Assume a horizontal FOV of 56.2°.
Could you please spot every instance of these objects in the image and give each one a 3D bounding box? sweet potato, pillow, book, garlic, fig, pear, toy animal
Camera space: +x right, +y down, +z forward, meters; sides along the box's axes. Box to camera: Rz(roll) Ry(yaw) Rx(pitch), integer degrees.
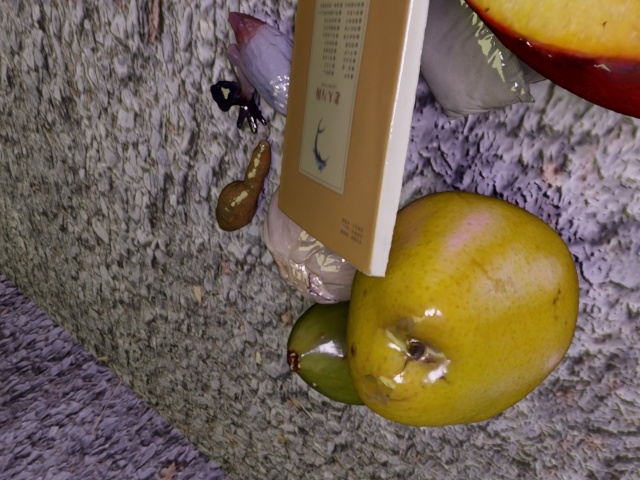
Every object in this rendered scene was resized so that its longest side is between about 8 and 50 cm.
[{"bbox_3d":[-0.143,-0.077,1.083,0.075,0.074,0.269,44,138,5],"label":"sweet potato"},{"bbox_3d":[0.157,-0.223,0.664,0.134,0.078,0.181,-12,116,52],"label":"pillow"},{"bbox_3d":[0.024,-0.184,0.663,0.269,0.032,0.389,-141,54,-58],"label":"book"},{"bbox_3d":[0.001,0.004,0.950,0.227,0.152,0.228,28,136,31],"label":"garlic"},{"bbox_3d":[0.035,0.193,1.029,0.202,0.225,0.203,14,109,47],"label":"fig"},{"bbox_3d":[0.165,0.091,0.720,0.284,0.336,0.285,11,130,14],"label":"pear"},{"bbox_3d":[-0.041,-0.214,0.851,0.324,0.090,0.195,28,145,38],"label":"toy animal"}]

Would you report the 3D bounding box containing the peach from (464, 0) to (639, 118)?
[{"bbox_3d":[0.224,-0.241,0.422,0.338,0.281,0.281,30,141,-2],"label":"peach"}]
